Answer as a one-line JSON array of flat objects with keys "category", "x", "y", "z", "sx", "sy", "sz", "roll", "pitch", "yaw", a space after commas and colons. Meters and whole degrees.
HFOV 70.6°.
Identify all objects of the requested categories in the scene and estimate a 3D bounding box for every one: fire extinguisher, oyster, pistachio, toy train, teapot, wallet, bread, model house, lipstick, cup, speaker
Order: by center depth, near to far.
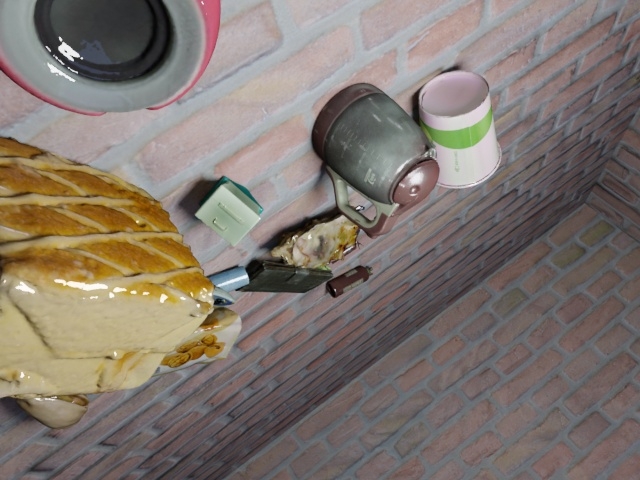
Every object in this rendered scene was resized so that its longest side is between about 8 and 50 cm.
[{"category": "speaker", "x": -0.280, "y": -0.299, "z": 0.558, "sx": 0.295, "sy": 0.294, "sz": 0.294, "roll": -28, "pitch": 149, "yaw": -19}, {"category": "bread", "x": -0.432, "y": 0.055, "z": 0.764, "sx": 0.279, "sy": 0.371, "sz": 0.390, "roll": -48, "pitch": 150, "yaw": 16}, {"category": "model house", "x": -0.214, "y": -0.076, "z": 1.084, "sx": 0.127, "sy": 0.149, "sz": 0.100, "roll": 42, "pitch": 103, "yaw": -16}, {"category": "teapot", "x": 0.137, "y": -0.181, "z": 1.144, "sx": 0.234, "sy": 0.312, "sz": 0.314, "roll": -4, "pitch": 135, "yaw": -43}, {"category": "pistachio", "x": -0.713, "y": 0.433, "z": 1.215, "sx": 0.153, "sy": 0.126, "sz": 0.223, "roll": -1, "pitch": 146, "yaw": 5}, {"category": "toy train", "x": -0.331, "y": 0.140, "z": 1.236, "sx": 0.252, "sy": 0.048, "sz": 0.055, "roll": 29, "pitch": 106, "yaw": -38}, {"category": "lipstick", "x": -0.344, "y": 0.147, "z": 1.303, "sx": 0.274, "sy": 0.061, "sz": 0.068, "roll": -20, "pitch": 147, "yaw": -22}, {"category": "cup", "x": 0.400, "y": -0.328, "z": 1.326, "sx": 0.253, "sy": 0.253, "sz": 0.274, "roll": -37, "pitch": 144, "yaw": -6}, {"category": "oyster", "x": -0.009, "y": 0.006, "z": 1.438, "sx": 0.361, "sy": 0.096, "sz": 0.221, "roll": -25, "pitch": 135, "yaw": -28}, {"category": "wallet", "x": -0.115, "y": 0.131, "z": 1.489, "sx": 0.169, "sy": 0.044, "sz": 0.317, "roll": -33, "pitch": 151, "yaw": 33}, {"category": "fire extinguisher", "x": 0.088, "y": 0.036, "z": 1.647, "sx": 0.132, "sy": 0.056, "sz": 0.039, "roll": -33, "pitch": 177, "yaw": -5}, {"category": "fire extinguisher", "x": 0.130, "y": 0.157, "z": 1.852, "sx": 0.231, "sy": 0.071, "sz": 0.099, "roll": -26, "pitch": 175, "yaw": -26}]

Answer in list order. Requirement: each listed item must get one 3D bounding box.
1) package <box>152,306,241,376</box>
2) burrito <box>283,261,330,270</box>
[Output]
[{"category": "package", "x": -0.412, "y": 0.257, "z": 1.277, "sx": 0.312, "sy": 0.164, "sz": 0.221, "roll": -10, "pitch": 146, "yaw": -33}, {"category": "burrito", "x": -0.030, "y": 0.082, "z": 1.579, "sx": 0.104, "sy": 0.054, "sz": 0.288, "roll": -45, "pitch": 149, "yaw": 6}]
